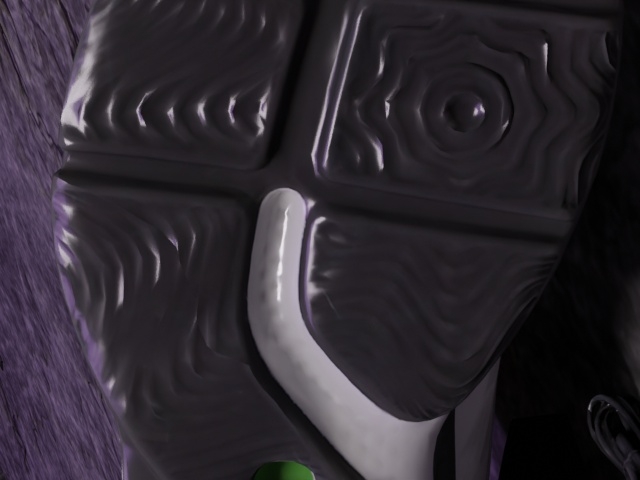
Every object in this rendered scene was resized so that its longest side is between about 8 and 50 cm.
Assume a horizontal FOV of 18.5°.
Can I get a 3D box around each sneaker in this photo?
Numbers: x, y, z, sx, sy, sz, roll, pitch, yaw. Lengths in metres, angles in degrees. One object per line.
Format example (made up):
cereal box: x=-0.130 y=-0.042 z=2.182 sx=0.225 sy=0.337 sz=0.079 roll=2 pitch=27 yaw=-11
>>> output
sneaker: x=-0.001 y=0.000 z=0.739 sx=0.257 sy=0.169 sz=0.447 roll=-83 pitch=1 yaw=-72

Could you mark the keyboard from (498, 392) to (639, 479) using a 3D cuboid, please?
keyboard: x=0.091 y=0.156 z=0.665 sx=0.317 sy=0.033 sz=0.201 roll=-99 pitch=21 yaw=-63
